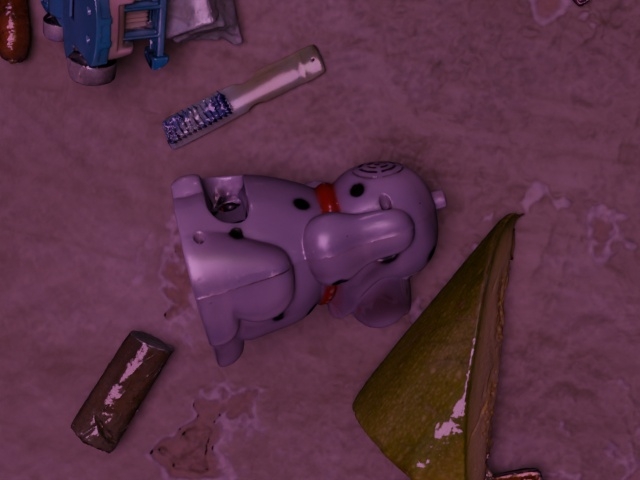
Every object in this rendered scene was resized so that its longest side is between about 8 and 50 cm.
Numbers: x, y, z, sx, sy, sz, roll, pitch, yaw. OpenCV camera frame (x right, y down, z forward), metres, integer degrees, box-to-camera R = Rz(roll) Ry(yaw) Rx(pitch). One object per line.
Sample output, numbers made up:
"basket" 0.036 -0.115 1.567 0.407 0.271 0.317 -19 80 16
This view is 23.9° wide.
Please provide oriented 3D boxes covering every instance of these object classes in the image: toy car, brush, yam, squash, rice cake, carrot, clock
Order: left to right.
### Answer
"carrot" -0.314 -0.261 1.537 0.036 0.035 0.165 -3 90 11
"toy car" -0.214 -0.234 1.484 0.098 0.161 0.126 -8 123 -25
"yam" -0.202 0.153 1.530 0.054 0.054 0.132 33 97 7
"rice cake" -0.134 -0.289 1.483 0.069 0.063 0.206 -7 94 29
"brush" -0.080 -0.144 1.502 0.178 0.030 0.033 -26 78 11
"clock" -0.002 0.003 1.440 0.254 0.189 0.188 -11 91 -4
"squash" 0.153 0.111 1.422 0.169 0.093 0.252 42 100 23

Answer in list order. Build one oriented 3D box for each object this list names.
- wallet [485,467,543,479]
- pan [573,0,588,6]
"wallet" 0.149 0.322 1.447 0.161 0.042 0.195 -12 69 11
"pan" 0.173 -0.296 1.440 0.212 0.040 0.115 43 105 6
